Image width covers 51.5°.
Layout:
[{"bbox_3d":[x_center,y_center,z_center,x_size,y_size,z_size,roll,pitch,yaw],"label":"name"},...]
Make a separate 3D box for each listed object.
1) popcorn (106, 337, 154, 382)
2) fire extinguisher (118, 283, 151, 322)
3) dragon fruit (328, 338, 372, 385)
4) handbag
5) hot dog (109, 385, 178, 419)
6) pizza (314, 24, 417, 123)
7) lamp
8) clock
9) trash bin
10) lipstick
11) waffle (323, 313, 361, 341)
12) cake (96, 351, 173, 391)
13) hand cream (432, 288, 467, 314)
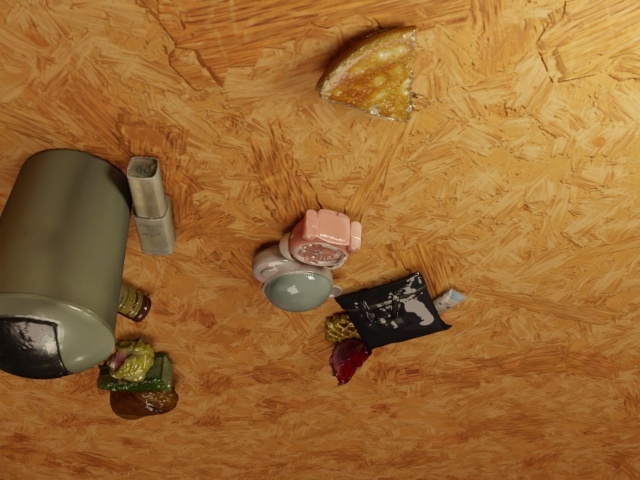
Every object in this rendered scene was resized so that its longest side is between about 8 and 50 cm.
[{"bbox_3d":[-0.556,0.353,1.959,0.145,0.126,0.126,-32,125,8],"label":"popcorn"},{"bbox_3d":[-0.567,0.134,1.707,0.106,0.075,0.252,-26,136,31],"label":"fire extinguisher"},{"bbox_3d":[0.069,0.344,1.971,0.147,0.096,0.102,-44,147,-14],"label":"dragon fruit"},{"bbox_3d":[0.188,0.189,1.753,0.254,0.089,0.211,-20,120,25],"label":"handbag"},{"bbox_3d":[-0.584,0.518,2.178,0.196,0.122,0.272,23,151,-27],"label":"hot dog"},{"bbox_3d":[0.099,-0.280,1.178,0.201,0.053,0.193,-24,136,12],"label":"pizza"},{"bbox_3d":[-0.069,0.106,1.645,0.179,0.108,0.246,-27,135,25],"label":"lamp"},{"bbox_3d":[0.000,0.000,1.529,0.165,0.093,0.162,14,150,-20],"label":"clock"},{"bbox_3d":[-0.525,0.057,1.313,0.280,0.432,0.280,-1,143,0],"label":"trash bin"},{"bbox_3d":[-0.367,-0.071,1.435,0.078,0.077,0.253,1,143,-2],"label":"lipstick"},{"bbox_3d":[0.107,0.259,1.891,0.194,0.051,0.149,-2,141,2],"label":"waffle"},{"bbox_3d":[-0.572,0.423,2.065,0.235,0.100,0.099,-11,141,13],"label":"cake"},{"bbox_3d":[0.313,0.183,1.797,0.065,0.043,0.170,27,133,-30],"label":"hand cream"}]
